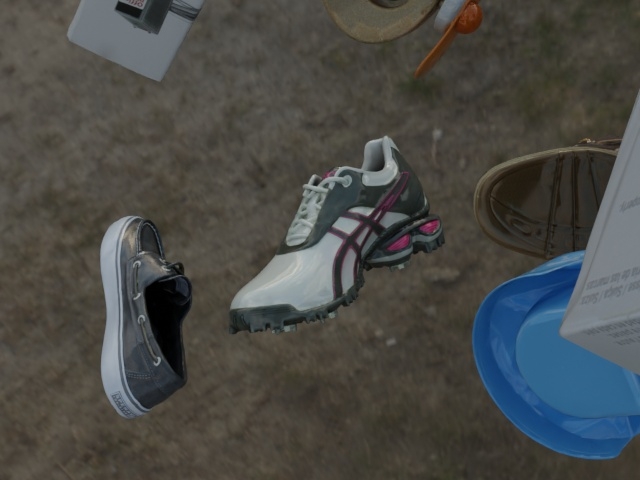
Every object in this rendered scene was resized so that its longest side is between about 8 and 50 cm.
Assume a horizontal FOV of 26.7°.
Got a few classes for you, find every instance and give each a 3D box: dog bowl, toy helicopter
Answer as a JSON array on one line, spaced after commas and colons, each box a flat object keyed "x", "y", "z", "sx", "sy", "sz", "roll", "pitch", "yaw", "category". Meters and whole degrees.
[{"x": 0.260, "y": 0.074, "z": 1.031, "sx": 0.297, "sy": 0.166, "sz": 0.074, "roll": -12, "pitch": 18, "yaw": 41, "category": "dog bowl"}, {"x": 0.147, "y": -0.348, "z": 1.559, "sx": 0.355, "sy": 0.140, "sz": 0.235, "roll": -32, "pitch": 87, "yaw": 33, "category": "toy helicopter"}]

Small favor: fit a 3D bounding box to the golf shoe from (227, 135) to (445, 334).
[{"x": 0.000, "y": 0.000, "z": 1.250, "sx": 0.105, "sy": 0.120, "sz": 0.273, "roll": -8, "pitch": 18, "yaw": 43, "category": "golf shoe"}]

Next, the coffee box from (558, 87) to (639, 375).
[{"x": 0.357, "y": -0.066, "z": 0.511, "sx": 0.334, "sy": 0.337, "sz": 0.338, "roll": 26, "pitch": 72, "yaw": -14, "category": "coffee box"}]

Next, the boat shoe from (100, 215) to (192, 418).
[{"x": -0.148, "y": 0.054, "z": 1.202, "sx": 0.076, "sy": 0.080, "sz": 0.229, "roll": -25, "pitch": 37, "yaw": 16, "category": "boat shoe"}]

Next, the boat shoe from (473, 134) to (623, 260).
[{"x": 0.315, "y": -0.054, "z": 1.447, "sx": 0.341, "sy": 0.123, "sz": 0.123, "roll": -8, "pitch": 14, "yaw": -13, "category": "boat shoe"}]

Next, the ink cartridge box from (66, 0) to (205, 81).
[{"x": -0.070, "y": -0.161, "z": 0.671, "sx": 0.056, "sy": 0.135, "sz": 0.099, "roll": 24, "pitch": 51, "yaw": -12, "category": "ink cartridge box"}]
